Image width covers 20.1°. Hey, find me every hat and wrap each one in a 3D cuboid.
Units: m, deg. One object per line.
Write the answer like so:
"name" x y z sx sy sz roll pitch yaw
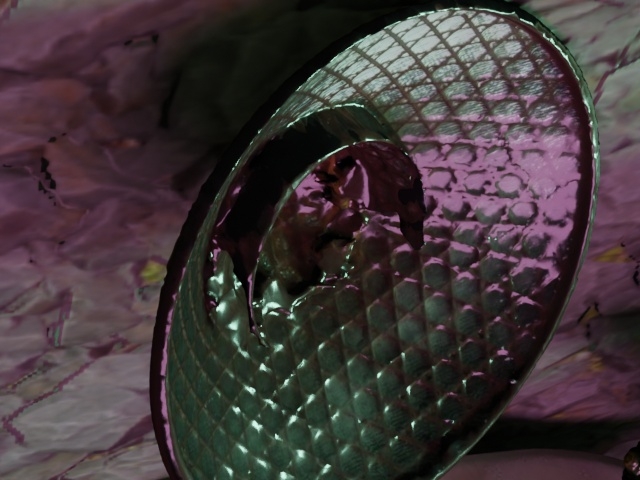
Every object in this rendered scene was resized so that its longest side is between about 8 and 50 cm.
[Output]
"hat" 0.000 0.000 0.604 0.193 0.082 0.193 -24 129 -35

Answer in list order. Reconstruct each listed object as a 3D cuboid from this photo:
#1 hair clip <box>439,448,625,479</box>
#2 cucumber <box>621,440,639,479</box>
"hair clip" 0.062 0.184 0.910 0.282 0.173 0.113 -10 -179 -34
"cucumber" 0.213 0.142 0.879 0.072 0.072 0.300 -25 152 20
